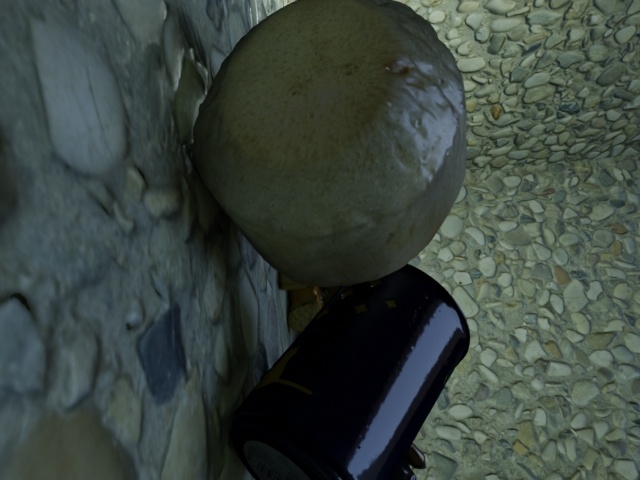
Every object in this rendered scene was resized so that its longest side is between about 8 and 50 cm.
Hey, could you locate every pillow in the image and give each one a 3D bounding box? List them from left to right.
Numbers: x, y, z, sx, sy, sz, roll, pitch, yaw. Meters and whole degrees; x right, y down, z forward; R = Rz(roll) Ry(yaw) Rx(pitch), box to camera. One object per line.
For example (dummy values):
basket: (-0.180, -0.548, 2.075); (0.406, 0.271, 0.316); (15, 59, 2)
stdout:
pillow: (0.085, 0.276, 0.780); (0.211, 0.034, 0.135); (51, -20, 0)

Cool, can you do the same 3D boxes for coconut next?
coconut: (0.019, -0.094, 0.551); (0.329, 0.328, 0.329); (-6, 90, -86)

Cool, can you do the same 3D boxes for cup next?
cup: (0.026, 0.189, 0.575); (0.256, 0.178, 0.255); (-43, 164, -39)

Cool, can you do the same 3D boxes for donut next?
donut: (-0.036, 0.093, 0.960); (0.146, 0.078, 0.181); (-92, 168, -55)

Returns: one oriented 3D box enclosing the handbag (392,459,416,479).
handbag: (0.021, 0.396, 0.816); (0.275, 0.178, 0.302); (33, -29, 35)

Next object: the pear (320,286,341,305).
pear: (0.065, 0.050, 1.149); (0.321, 0.268, 0.269); (135, -47, -66)
